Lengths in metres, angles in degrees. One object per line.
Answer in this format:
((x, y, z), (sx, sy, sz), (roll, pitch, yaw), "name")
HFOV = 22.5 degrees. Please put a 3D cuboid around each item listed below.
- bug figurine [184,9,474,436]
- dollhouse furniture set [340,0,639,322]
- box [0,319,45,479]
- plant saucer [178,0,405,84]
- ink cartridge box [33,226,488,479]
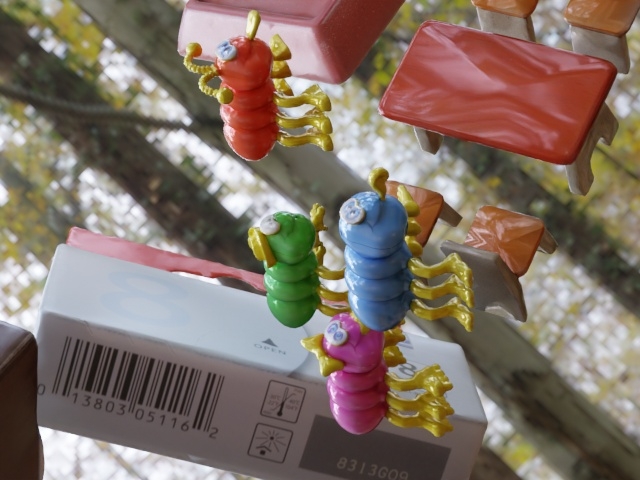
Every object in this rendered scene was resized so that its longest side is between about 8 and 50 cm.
((0.000, 0.000, 0.948), (0.072, 0.279, 0.216), (-19, -52, -15), "bug figurine")
((0.163, -0.087, 1.065), (0.262, 0.259, 0.135), (-64, -29, -16), "dollhouse furniture set")
((-0.285, 0.195, 0.740), (0.381, 0.143, 0.191), (-49, -25, -47), "box")
((-0.004, -0.276, 1.552), (0.258, 0.259, 0.048), (-55, -50, -16), "plant saucer")
((-0.053, 0.057, 1.231), (0.385, 0.308, 0.091), (-98, 24, -69), "ink cartridge box")
